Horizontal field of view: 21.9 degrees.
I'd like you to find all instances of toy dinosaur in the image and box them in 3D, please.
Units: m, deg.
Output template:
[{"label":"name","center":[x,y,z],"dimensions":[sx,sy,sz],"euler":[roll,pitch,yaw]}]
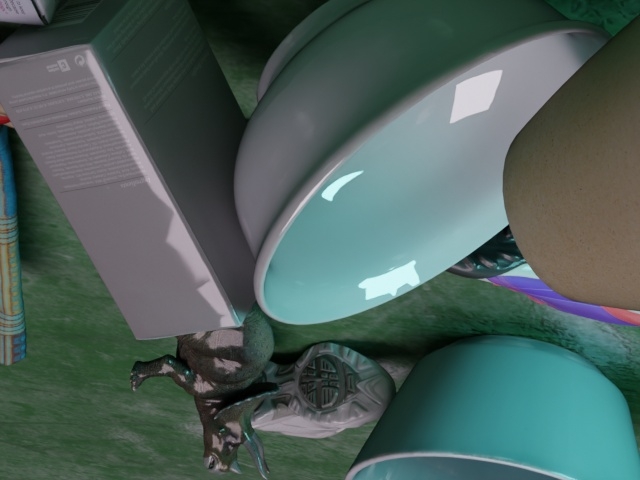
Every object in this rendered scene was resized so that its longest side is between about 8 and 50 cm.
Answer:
[{"label":"toy dinosaur","center":[-0.107,0.096,1.681],"dimensions":[0.160,0.121,0.313],"euler":[12,133,5]}]

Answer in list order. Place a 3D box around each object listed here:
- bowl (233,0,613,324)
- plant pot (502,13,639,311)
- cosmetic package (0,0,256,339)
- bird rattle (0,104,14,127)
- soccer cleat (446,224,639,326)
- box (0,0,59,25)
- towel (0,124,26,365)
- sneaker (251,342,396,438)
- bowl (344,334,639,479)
[{"label":"bowl","center":[0.049,-0.084,1.140],"dimensions":[0.134,0.298,0.298],"euler":[54,163,21]},{"label":"plant pot","center":[0.253,-0.053,1.011],"dimensions":[0.256,0.256,0.274],"euler":[32,145,-31]},{"label":"cosmetic package","center":[-0.119,-0.060,1.165],"dimensions":[0.107,0.127,0.238],"euler":[-7,121,29]},{"label":"bird rattle","center":[-0.222,-0.100,1.330],"dimensions":[0.253,0.143,0.207],"euler":[3,168,27]},{"label":"soccer cleat","center":[0.163,0.006,1.364],"dimensions":[0.318,0.109,0.116],"euler":[15,157,-8]},{"label":"box","center":[-0.291,-0.264,1.032],"dimensions":[0.231,0.127,0.262],"euler":[7,152,13]},{"label":"towel","center":[-0.416,-0.019,1.574],"dimensions":[0.271,0.040,0.370],"euler":[12,140,4]},{"label":"sneaker","center":[0.009,0.169,1.792],"dimensions":[0.115,0.090,0.232],"euler":[24,159,-39]},{"label":"bowl","center":[0.191,0.205,1.667],"dimensions":[0.311,0.163,0.311],"euler":[11,152,6]}]
